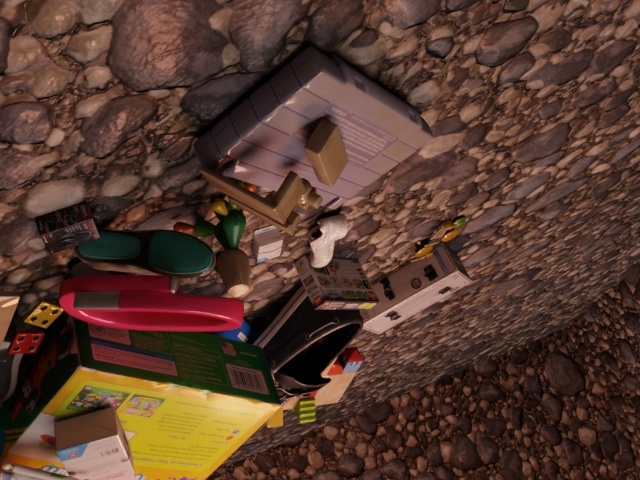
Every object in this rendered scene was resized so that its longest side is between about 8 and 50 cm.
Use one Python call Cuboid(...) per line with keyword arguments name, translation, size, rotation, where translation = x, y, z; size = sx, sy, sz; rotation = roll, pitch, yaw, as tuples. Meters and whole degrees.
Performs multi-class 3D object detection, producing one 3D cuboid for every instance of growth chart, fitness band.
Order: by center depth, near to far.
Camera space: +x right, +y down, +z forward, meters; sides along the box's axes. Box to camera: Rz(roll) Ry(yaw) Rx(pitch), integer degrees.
Cuboid(name="fitness band", translation=(-0.264, 0.101, 1.211), size=(0.291, 0.054, 0.209), rotation=(1, 165, 12))
Cuboid(name="growth chart", translation=(-0.521, 0.453, 1.375), size=(0.172, 0.021, 0.237), rotation=(23, 134, -18))

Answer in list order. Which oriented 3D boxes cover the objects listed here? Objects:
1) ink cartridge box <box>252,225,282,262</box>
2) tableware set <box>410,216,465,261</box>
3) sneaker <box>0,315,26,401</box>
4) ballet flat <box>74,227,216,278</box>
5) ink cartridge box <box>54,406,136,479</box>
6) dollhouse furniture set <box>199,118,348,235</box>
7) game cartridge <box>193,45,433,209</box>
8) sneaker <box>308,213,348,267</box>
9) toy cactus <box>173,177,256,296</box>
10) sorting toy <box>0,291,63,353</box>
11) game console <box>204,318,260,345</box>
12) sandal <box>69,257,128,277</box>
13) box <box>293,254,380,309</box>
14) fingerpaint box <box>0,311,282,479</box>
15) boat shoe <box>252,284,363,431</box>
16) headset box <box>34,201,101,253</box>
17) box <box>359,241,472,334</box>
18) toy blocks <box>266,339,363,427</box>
Cuboid(name="ink cartridge box", translation=(-0.098, 0.006, 1.443), size=(0.048, 0.028, 0.083), rotation=(-19, 157, -17))
Cuboid(name="tableware set", translation=(0.277, -0.006, 1.836), size=(0.104, 0.024, 0.154), rotation=(-15, 155, -33))
Cuboid(name="sneaker", translation=(-0.580, 0.205, 1.320), size=(0.118, 0.083, 0.222), rotation=(-3, 140, -34))
Cuboid(name="ballet flat", translation=(-0.259, 0.019, 1.169), size=(0.213, 0.072, 0.068), rotation=(7, 164, 2))
Cuboid(name="ink cartridge box", translation=(-0.390, 0.374, 1.363), size=(0.104, 0.060, 0.180), rotation=(-13, 138, -11))
Cuboid(name="dollhouse furniture set", translation=(-0.060, -0.106, 1.094), size=(0.151, 0.123, 0.144), rotation=(-59, 161, -12))
Cuboid(name="game cartridge", translation=(0.007, -0.155, 1.164), size=(0.230, 0.068, 0.355), rotation=(-39, 155, 21))
Cuboid(name="sneaker", translation=(0.000, 0.000, 1.518), size=(0.061, 0.053, 0.152), rotation=(-3, 144, -25))
Cuboid(name="toy cactus", translation=(-0.149, 0.001, 1.194), size=(0.112, 0.180, 0.219), rotation=(6, 139, -28))
Cuboid(name="sorting toy", translation=(-0.533, 0.119, 1.172), size=(0.275, 0.046, 0.132), rotation=(2, 129, -43))
Cuboid(name="game console", translation=(-0.297, 0.253, 1.783), size=(0.250, 0.173, 0.293), rotation=(-55, 162, -12))
Cuboid(name="sandal", translation=(-0.362, 0.074, 1.295), size=(0.067, 0.040, 0.179), rotation=(-26, 158, 0))
Cuboid(name="box", translation=(0.038, 0.092, 1.669), size=(0.036, 0.114, 0.207), rotation=(-38, 155, 27))
Cuboid(name="fingerpaint box", translation=(-0.368, 0.330, 1.502), size=(0.445, 0.163, 0.371), rotation=(21, 122, -40))
Cuboid(name="boat shoe", translation=(-0.069, 0.299, 1.808), size=(0.187, 0.156, 0.500), rotation=(8, 126, -48))
Cuboid(name="headset box", translation=(-0.355, -0.019, 1.108), size=(0.083, 0.032, 0.062), rotation=(-18, 157, -14))
Cuboid(name="box", translation=(0.227, 0.128, 1.988), size=(0.290, 0.087, 0.169), rotation=(-32, 157, 14))
Cuboid(name="toy blocks", translation=(-0.047, 0.334, 2.074), size=(0.381, 0.190, 0.261), rotation=(0, 135, -30))
